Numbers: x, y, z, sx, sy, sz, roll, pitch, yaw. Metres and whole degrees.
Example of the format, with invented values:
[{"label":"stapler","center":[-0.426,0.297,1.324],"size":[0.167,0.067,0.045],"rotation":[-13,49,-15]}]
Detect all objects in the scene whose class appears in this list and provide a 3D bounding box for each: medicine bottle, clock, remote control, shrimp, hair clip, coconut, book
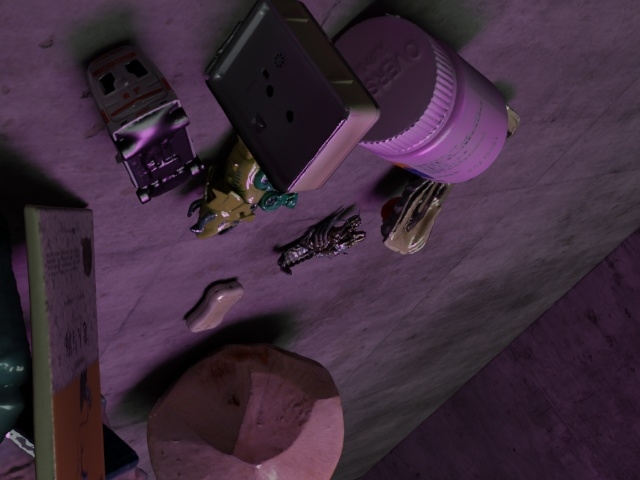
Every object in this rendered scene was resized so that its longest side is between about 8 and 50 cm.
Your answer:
[{"label":"medicine bottle","center":[0.136,-0.187,1.358],"size":[0.178,0.178,0.290],"rotation":[-41,157,18]},{"label":"clock","center":[-0.035,-0.170,1.137],"size":[0.071,0.192,0.147],"rotation":[-8,147,-48]},{"label":"remote control","center":[-0.188,0.117,1.740],"size":[0.074,0.032,0.122],"rotation":[-8,147,-48]},{"label":"shrimp","center":[-0.003,-0.001,1.737],"size":[0.174,0.076,0.082],"rotation":[-25,116,-10]},{"label":"hair clip","center":[0.209,-0.122,1.723],"size":[0.321,0.091,0.138],"rotation":[-50,147,10]},{"label":"coconut","center":[-0.140,0.372,1.928],"size":[0.415,0.344,0.415],"rotation":[-45,-177,3]},{"label":"book","center":[-0.296,0.152,1.156],"size":[0.032,0.389,0.269],"rotation":[-3,-178,-1]}]

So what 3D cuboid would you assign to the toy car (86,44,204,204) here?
[{"label":"toy car","center":[-0.202,-0.128,1.120],"size":[0.089,0.108,0.210],"rotation":[-32,163,-10]}]

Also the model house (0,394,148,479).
[{"label":"model house","center":[-0.403,0.342,1.347],"size":[0.243,0.284,0.298],"rotation":[-11,-176,35]}]

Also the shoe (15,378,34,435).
[{"label":"shoe","center":[-0.545,0.340,1.521],"size":[0.383,0.171,0.237],"rotation":[-15,145,-35]}]

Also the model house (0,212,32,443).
[{"label":"model house","center":[-0.524,0.131,1.066],"size":[0.329,0.252,0.295],"rotation":[3,142,-43]}]

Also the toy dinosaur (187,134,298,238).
[{"label":"toy dinosaur","center":[-0.091,-0.107,1.346],"size":[0.153,0.094,0.259],"rotation":[-19,146,-41]}]
